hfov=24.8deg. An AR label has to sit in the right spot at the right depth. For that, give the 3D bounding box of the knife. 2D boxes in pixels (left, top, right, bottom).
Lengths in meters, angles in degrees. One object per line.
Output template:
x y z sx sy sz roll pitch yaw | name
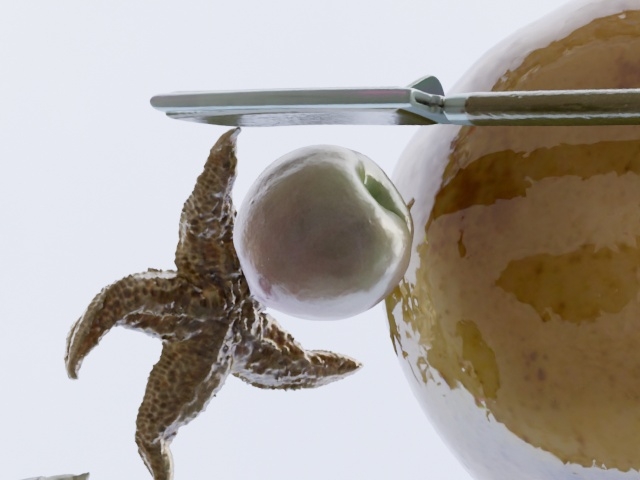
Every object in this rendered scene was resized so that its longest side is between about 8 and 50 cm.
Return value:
0.052 -0.077 0.785 0.343 0.061 0.027 2 -93 32 | knife

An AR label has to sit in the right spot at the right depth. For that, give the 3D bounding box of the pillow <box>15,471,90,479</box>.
-0.205 0.209 0.784 0.078 0.134 0.181 50 -60 29 | pillow

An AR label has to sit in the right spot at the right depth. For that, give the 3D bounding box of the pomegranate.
0.238 0.034 0.926 0.416 0.416 0.417 -1 -93 16 | pomegranate

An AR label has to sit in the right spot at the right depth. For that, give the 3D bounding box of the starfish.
-0.064 0.054 1.025 0.062 0.235 0.277 30 -68 60 | starfish

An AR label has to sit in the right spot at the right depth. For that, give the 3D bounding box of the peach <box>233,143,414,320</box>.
0.001 -0.002 0.662 0.083 0.083 0.083 -1 -93 16 | peach
